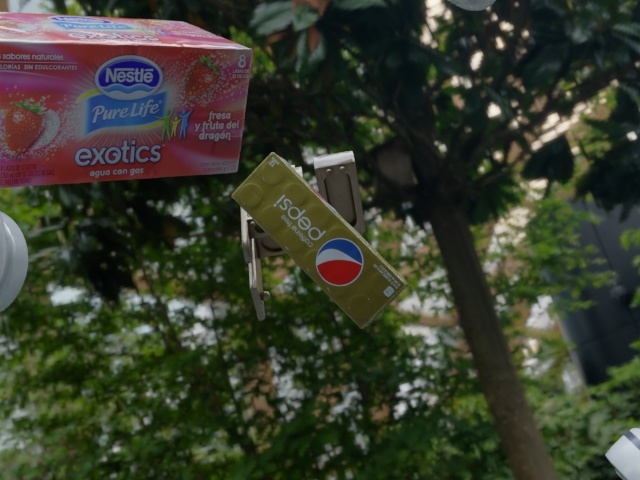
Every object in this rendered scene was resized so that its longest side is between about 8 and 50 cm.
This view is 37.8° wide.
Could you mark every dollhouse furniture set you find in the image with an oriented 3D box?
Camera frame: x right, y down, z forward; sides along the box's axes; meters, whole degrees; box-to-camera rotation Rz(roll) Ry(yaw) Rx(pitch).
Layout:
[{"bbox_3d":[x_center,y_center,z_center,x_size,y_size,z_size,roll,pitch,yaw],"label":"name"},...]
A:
[{"bbox_3d":[-0.019,-0.006,1.148,0.151,0.123,0.144,-10,-49,2],"label":"dollhouse furniture set"}]

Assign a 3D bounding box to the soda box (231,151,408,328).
[{"bbox_3d":[0.000,0.000,0.906,0.061,0.181,0.058,-45,-8,5],"label":"soda box"}]

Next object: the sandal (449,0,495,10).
[{"bbox_3d":[0.074,-0.363,0.921,0.169,0.102,0.416,-56,-39,-4],"label":"sandal"}]

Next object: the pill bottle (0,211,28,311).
[{"bbox_3d":[-0.317,0.003,0.634,0.146,0.146,0.264,-23,-15,16],"label":"pill bottle"}]

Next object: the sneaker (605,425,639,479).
[{"bbox_3d":[0.324,0.201,0.529,0.127,0.321,0.126,-44,-10,2],"label":"sneaker"}]

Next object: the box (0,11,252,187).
[{"bbox_3d":[-0.239,-0.151,0.970,0.299,0.154,0.142,-7,-64,-37],"label":"box"}]
